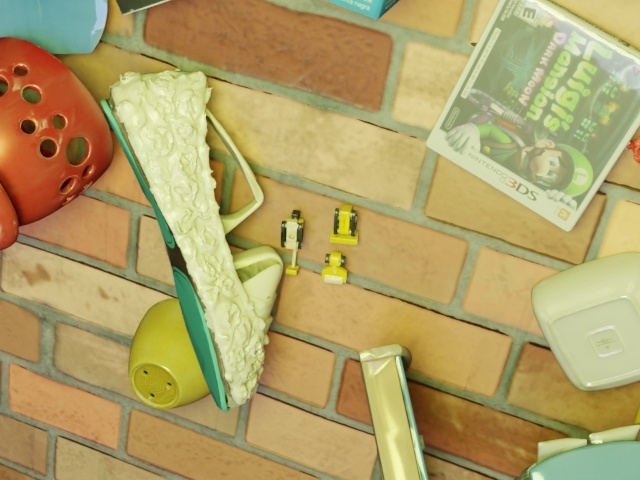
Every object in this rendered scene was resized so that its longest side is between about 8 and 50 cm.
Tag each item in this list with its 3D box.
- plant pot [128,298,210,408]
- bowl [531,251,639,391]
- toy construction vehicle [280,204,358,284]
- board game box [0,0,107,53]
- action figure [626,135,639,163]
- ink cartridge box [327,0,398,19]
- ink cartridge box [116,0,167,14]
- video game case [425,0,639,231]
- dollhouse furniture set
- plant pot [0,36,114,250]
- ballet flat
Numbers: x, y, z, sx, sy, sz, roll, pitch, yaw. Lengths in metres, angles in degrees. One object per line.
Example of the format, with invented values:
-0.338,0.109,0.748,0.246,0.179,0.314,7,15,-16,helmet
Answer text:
-0.182,0.152,1.268,0.134,0.095,0.134,9,119,16,plant pot
0.301,0.094,1.078,0.142,0.053,0.142,-22,107,27,bowl
0.000,0.000,1.160,0.086,0.035,0.098,4,121,7,toy construction vehicle
-0.302,-0.273,1.131,0.169,0.033,0.133,2,110,18,board game box
0.342,-0.077,0.988,0.115,0.030,0.038,21,125,13,action figure
0.061,-0.316,0.898,0.086,0.148,0.203,24,123,9,ink cartridge box
-0.162,-0.338,1.001,0.208,0.045,0.206,-5,115,42,ink cartridge box
0.215,-0.127,1.001,0.173,0.022,0.190,33,123,11,video game case
0.212,0.214,1.152,0.303,0.286,0.198,-10,72,0,dollhouse furniture set
-0.352,-0.100,1.123,0.191,0.174,0.191,26,142,22,plant pot
-0.114,0.000,1.143,0.147,0.147,0.408,-8,111,24,ballet flat
